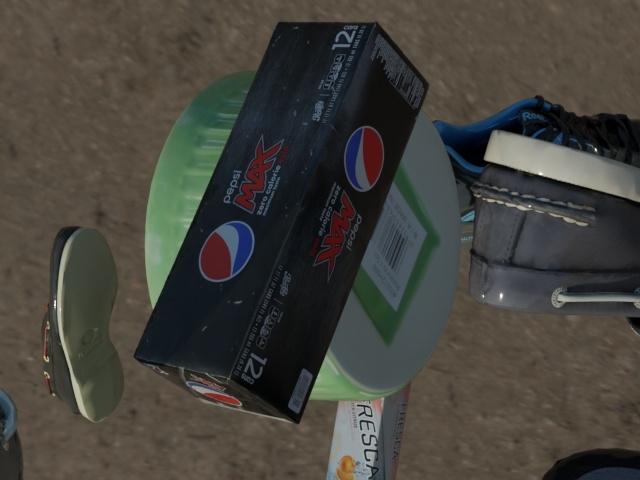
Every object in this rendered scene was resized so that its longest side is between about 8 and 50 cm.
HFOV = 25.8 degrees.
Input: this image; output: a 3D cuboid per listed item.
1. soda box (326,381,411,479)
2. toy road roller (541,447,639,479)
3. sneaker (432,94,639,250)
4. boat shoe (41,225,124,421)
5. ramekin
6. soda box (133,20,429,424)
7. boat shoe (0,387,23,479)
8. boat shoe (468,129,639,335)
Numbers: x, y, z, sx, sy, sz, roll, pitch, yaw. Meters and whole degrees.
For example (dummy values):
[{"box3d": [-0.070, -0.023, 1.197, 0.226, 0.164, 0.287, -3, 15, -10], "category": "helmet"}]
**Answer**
[{"box3d": [0.053, 0.215, 1.539, 0.058, 0.063, 0.183, 10, 94, 31], "category": "soda box"}, {"box3d": [0.054, 0.244, 0.518, 0.329, 0.240, 0.202, -105, 23, -49], "category": "toy road roller"}, {"box3d": [0.264, -0.082, 1.460, 0.341, 0.139, 0.125, -12, 46, -1], "category": "sneaker"}, {"box3d": [-0.145, 0.047, 0.822, 0.042, 0.049, 0.133, 24, 131, 29], "category": "boat shoe"}, {"box3d": [0.000, 0.000, 1.227, 0.148, 0.303, 0.303, 2, 81, 34], "category": "ramekin"}, {"box3d": [-0.014, -0.011, 0.602, 0.060, 0.053, 0.169, 8, 68, 39], "category": "soda box"}, {"box3d": [-0.167, 0.080, 0.517, 0.116, 0.319, 0.099, 35, 66, 8], "category": "boat shoe"}, {"box3d": [0.127, 0.013, 0.541, 0.075, 0.206, 0.065, 18, 90, 46], "category": "boat shoe"}]
